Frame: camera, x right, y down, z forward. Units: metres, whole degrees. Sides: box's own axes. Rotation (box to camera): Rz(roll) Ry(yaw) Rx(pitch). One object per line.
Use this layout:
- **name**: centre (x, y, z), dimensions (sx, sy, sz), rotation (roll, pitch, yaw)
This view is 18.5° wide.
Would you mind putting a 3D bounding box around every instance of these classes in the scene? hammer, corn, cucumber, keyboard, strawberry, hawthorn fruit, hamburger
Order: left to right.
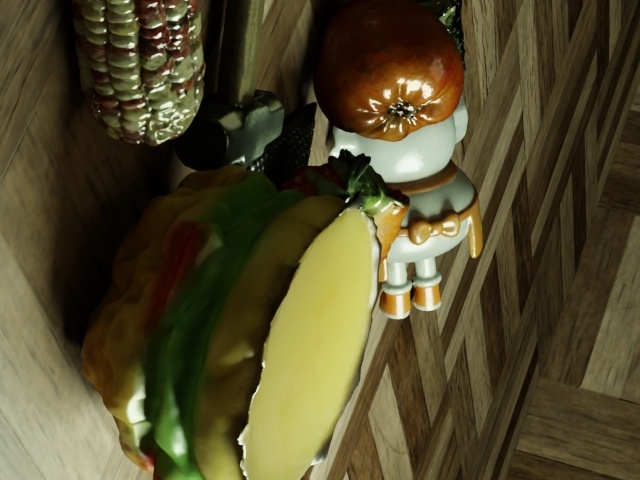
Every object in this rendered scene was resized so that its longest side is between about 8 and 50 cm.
- **corn**: centre (-0.110, -0.159, 1.109), dimensions (0.237, 0.079, 0.079), rotation (85, 25, -43)
- **hamburger**: centre (-0.067, 0.062, 1.307), dimensions (0.237, 0.149, 0.237), rotation (17, 90, -73)
- **hammer**: centre (-0.046, -0.229, 1.339), dimensions (0.111, 0.043, 0.365), rotation (-36, 136, -64)
- **keyboard**: centre (-0.044, -0.052, 1.542), dimensions (0.202, 0.011, 0.067), rotation (-45, 147, -61)
- **strawberry**: centre (0.001, -0.003, 1.578), dimensions (0.140, 0.085, 0.192), rotation (-50, 162, -1)
- **hawthorn fruit**: centre (0.050, -0.142, 1.613), dimensions (0.125, 0.140, 0.125), rotation (-22, 129, -29)
- **cucumber**: centre (0.117, -0.182, 1.914), dimensions (0.181, 0.053, 0.053), rotation (78, 31, -60)

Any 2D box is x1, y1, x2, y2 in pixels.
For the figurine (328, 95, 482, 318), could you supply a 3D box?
- **figurine**: centre (0.075, -0.055, 1.737), dimensions (0.143, 0.143, 0.271), rotation (-59, 159, -46)
